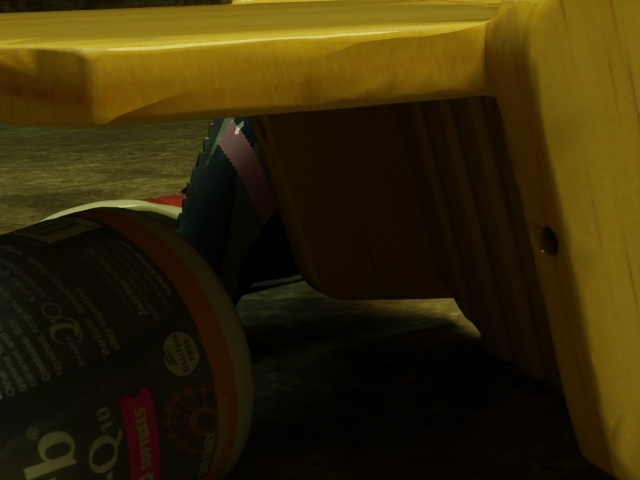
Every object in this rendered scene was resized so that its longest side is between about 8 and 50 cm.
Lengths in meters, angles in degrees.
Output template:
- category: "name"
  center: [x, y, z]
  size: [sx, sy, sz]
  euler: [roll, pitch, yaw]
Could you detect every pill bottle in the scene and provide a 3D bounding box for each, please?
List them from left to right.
- category: "pill bottle"
  center: [-0.174, 0.091, 0.525]
  size: [0.162, 0.162, 0.278]
  euler: [8, 21, 39]

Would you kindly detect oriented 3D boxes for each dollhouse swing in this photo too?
- category: "dollhouse swing"
  center: [0.000, 0.000, 0.604]
  size: [0.305, 0.315, 0.347]
  euler: [-23, 21, -19]

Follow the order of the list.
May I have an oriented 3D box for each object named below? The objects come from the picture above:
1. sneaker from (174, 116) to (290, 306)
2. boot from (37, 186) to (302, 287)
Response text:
- category: "sneaker"
  center: [-0.010, -0.054, 0.822]
  size: [0.131, 0.319, 0.112]
  euler: [21, -2, 3]
- category: "boot"
  center: [-0.141, -0.003, 0.996]
  size: [0.244, 0.088, 0.176]
  euler: [-5, 13, -29]
